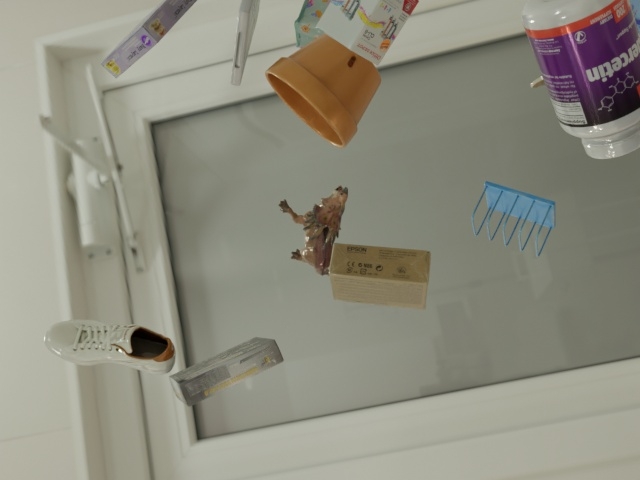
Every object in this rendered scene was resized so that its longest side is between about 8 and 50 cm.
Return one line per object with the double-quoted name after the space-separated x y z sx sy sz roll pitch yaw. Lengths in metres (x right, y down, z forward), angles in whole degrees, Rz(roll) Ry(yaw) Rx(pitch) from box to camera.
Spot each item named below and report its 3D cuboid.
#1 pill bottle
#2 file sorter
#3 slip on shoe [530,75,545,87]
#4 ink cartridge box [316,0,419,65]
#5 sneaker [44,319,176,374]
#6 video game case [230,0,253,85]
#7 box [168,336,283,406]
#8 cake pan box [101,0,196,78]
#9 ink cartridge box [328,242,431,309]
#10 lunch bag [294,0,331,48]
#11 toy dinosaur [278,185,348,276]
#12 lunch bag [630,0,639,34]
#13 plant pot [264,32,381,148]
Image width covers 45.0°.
0.505 -0.319 1.428 0.323 0.181 0.181 60 -166 -25 "pill bottle"
0.455 -0.048 1.832 0.104 0.170 0.118 -60 -27 -17 "file sorter"
0.679 -0.470 2.251 0.051 0.135 0.041 -19 -94 -61 "slip on shoe"
0.106 -0.516 1.762 0.127 0.176 0.128 43 -161 32 "ink cartridge box"
-0.459 0.213 1.693 0.123 0.290 0.106 110 168 -56 "sneaker"
-0.215 -0.687 2.338 0.300 0.036 0.329 109 171 -56 "video game case"
-0.214 0.289 1.732 0.056 0.231 0.183 68 161 -3 "box"
-0.479 -0.602 2.194 0.070 0.245 0.267 47 -133 -23 "cake pan box"
0.145 0.088 1.870 0.193 0.234 0.088 80 -163 -67 "ink cartridge box"
0.058 -0.726 2.483 0.160 0.223 0.262 89 -161 -61 "lunch bag"
0.000 0.000 1.949 0.200 0.127 0.296 40 142 57 "toy dinosaur"
0.912 -0.653 2.380 0.138 0.221 0.293 160 125 -80 "lunch bag"
0.025 -0.417 2.068 0.291 0.203 0.291 43 177 3 "plant pot"
